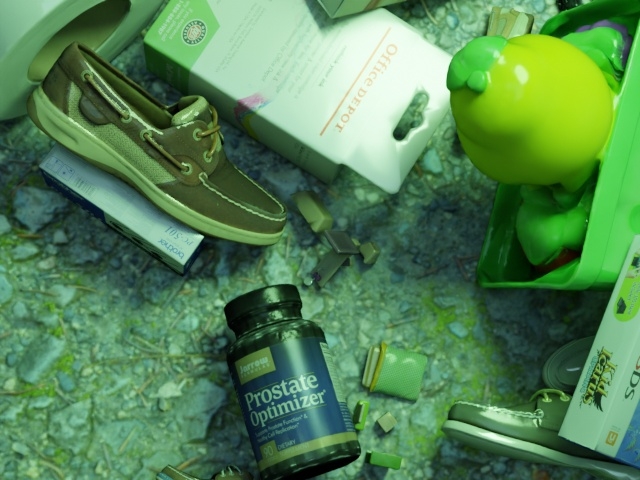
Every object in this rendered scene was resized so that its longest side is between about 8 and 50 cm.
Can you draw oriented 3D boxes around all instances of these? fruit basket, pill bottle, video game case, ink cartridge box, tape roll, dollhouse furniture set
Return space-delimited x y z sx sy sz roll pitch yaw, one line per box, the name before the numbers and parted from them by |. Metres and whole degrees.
fruit basket | 0.271 -0.124 1.411 0.392 0.283 0.392 1 88 -20
pill bottle | -0.040 0.169 1.413 0.122 0.123 0.219 -16 74 -9
video game case | 0.420 0.154 1.376 0.269 0.061 0.244 24 86 -34
ink cartridge box | -0.017 -0.214 1.488 0.353 0.119 0.207 33 77 0
tape roll | -0.306 -0.266 1.381 0.286 0.286 0.100 -39 86 -11
ink cartridge box | -0.238 -0.037 1.443 0.207 0.097 0.046 34 78 0
dollhouse furniture set | 0.085 0.200 1.461 0.076 0.058 0.152 14 79 -5
dollhouse furniture set | 0.000 0.000 1.511 0.081 0.091 0.114 -49 60 27

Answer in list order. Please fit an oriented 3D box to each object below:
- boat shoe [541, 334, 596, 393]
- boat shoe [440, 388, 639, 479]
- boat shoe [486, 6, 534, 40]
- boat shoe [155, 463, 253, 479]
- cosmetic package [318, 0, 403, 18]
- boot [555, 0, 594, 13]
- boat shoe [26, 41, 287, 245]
boat shoe | 0.370 0.146 1.501 0.184 0.063 0.066 -10 82 -9
boat shoe | 0.295 0.232 1.459 0.305 0.109 0.091 14 78 -10
boat shoe | 0.211 -0.220 1.551 0.072 0.068 0.190 22 68 10
boat shoe | -0.106 0.302 1.423 0.183 0.066 0.066 29 73 -11
cosmetic package | 0.112 -0.388 1.463 0.296 0.129 0.153 -19 69 -35
boot | 0.371 -0.308 1.588 0.121 0.045 0.099 -2 83 -2
boat shoe | -0.168 -0.115 1.409 0.342 0.123 0.123 32 111 -15
